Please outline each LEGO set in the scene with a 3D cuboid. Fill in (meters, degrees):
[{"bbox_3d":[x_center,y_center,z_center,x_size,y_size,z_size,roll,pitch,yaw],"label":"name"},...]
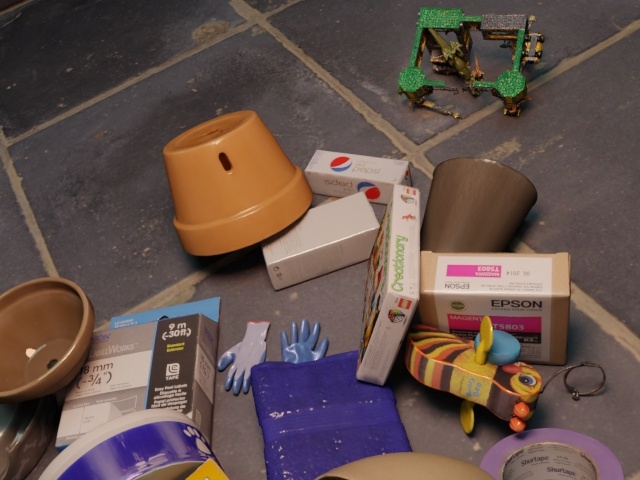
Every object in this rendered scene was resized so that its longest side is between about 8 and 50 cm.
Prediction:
[{"bbox_3d":[0.348,-0.395,1.685,0.331,0.192,0.255,0,78,20],"label":"LEGO set"}]

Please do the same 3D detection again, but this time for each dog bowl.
[{"bbox_3d":[-0.271,0.376,1.059,0.265,0.265,0.104,-34,51,-15],"label":"dog bowl"},{"bbox_3d":[-0.640,0.330,1.323,0.349,0.102,0.349,-9,46,9],"label":"dog bowl"}]

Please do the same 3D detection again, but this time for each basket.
[{"bbox_3d":[0.268,-0.018,1.347,0.204,0.154,0.227,13,57,23],"label":"basket"}]

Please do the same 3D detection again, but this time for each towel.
[{"bbox_3d":[0.021,0.314,1.138,0.228,0.076,0.308,-6,43,-11],"label":"towel"}]

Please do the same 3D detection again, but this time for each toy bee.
[{"bbox_3d":[0.265,0.204,1.099,0.298,0.195,0.162,-9,21,21],"label":"toy bee"}]

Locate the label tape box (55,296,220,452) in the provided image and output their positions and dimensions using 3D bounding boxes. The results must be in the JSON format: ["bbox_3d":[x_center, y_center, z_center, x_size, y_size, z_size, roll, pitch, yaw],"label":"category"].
[{"bbox_3d":[-0.316,0.223,1.319,0.240,0.106,0.333,-11,47,8],"label":"label tape box"}]

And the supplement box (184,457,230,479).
[{"bbox_3d":[-0.096,0.499,0.944,0.194,0.195,0.356,-37,50,-17],"label":"supplement box"}]

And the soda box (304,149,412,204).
[{"bbox_3d":[0.081,-0.132,1.553,0.216,0.074,0.069,11,53,25],"label":"soda box"}]

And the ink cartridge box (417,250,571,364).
[{"bbox_3d":[0.281,0.111,1.189,0.235,0.193,0.088,0,50,18],"label":"ink cartridge box"}]

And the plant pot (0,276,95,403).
[{"bbox_3d":[-0.485,0.188,1.260,0.237,0.110,0.237,-9,47,10],"label":"plant pot"}]

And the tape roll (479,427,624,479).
[{"bbox_3d":[0.313,0.346,0.996,0.189,0.080,0.189,-12,24,5],"label":"tape roll"}]

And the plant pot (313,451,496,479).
[{"bbox_3d":[0.139,0.379,0.908,0.191,0.284,0.284,-20,41,-34],"label":"plant pot"}]

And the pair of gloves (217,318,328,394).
[{"bbox_3d":[-0.088,0.209,1.326,0.198,0.023,0.159,0,48,16],"label":"pair of gloves"}]

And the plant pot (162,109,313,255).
[{"bbox_3d":[-0.184,-0.129,1.475,0.291,0.203,0.291,-18,22,8],"label":"plant pot"}]

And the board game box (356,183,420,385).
[{"bbox_3d":[0.117,0.065,1.237,0.053,0.193,0.305,14,36,-2],"label":"board game box"}]

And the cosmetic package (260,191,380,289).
[{"bbox_3d":[0.000,0.000,1.450,0.231,0.085,0.117,-17,45,-2],"label":"cosmetic package"}]
